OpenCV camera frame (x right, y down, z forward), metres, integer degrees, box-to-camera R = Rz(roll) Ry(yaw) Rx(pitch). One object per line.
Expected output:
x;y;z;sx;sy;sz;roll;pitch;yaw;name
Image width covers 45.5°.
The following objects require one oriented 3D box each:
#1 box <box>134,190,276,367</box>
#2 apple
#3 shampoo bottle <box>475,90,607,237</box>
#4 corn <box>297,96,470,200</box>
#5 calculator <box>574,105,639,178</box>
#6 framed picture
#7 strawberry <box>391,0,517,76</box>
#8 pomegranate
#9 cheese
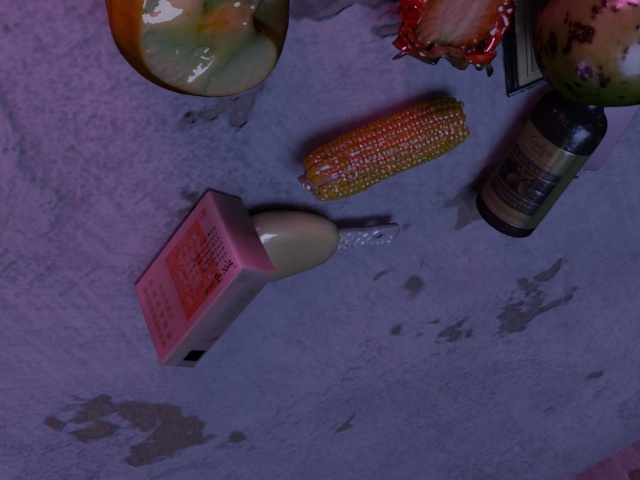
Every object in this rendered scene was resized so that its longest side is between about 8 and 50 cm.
-0.156;0.053;1.000;0.058;0.141;0.201;14;129;-44;box
-0.108;-0.229;0.684;0.173;0.160;0.195;-7;140;-15;apple
0.327;-0.134;1.072;0.101;0.101;0.284;2;134;-30;shampoo bottle
0.082;-0.117;0.980;0.238;0.080;0.080;-22;142;-7;corn
0.406;-0.161;1.137;0.100;0.032;0.175;-3;137;-25;calculator
0.319;-0.286;0.965;0.195;0.010;0.199;-24;141;0;framed picture
0.158;-0.288;0.827;0.167;0.087;0.208;-2;128;-38;strawberry
0.314;-0.264;0.846;0.248;0.214;0.214;39;115;-11;pomegranate
0.000;0.000;1.093;0.252;0.054;0.127;-7;141;-22;cheese
